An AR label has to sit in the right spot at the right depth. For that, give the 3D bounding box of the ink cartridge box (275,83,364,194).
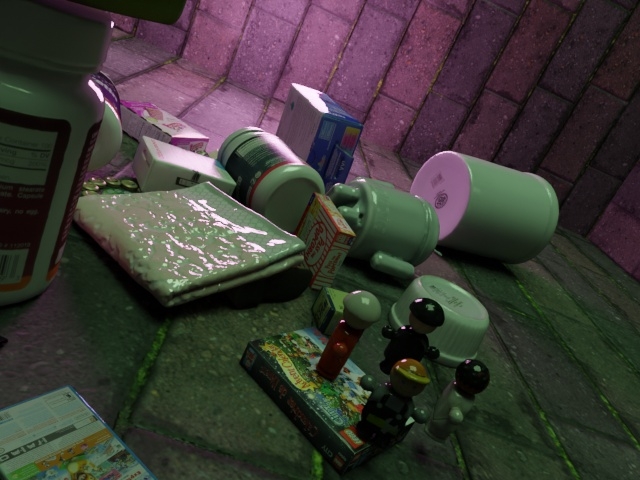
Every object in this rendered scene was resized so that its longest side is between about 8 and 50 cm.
[{"bbox_3d":[-0.016,-0.295,1.760,0.151,0.270,0.395,10,25,-24],"label":"ink cartridge box"}]

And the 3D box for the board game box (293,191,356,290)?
[{"bbox_3d":[0.000,0.000,1.246,0.045,0.147,0.193,15,22,-26],"label":"board game box"}]

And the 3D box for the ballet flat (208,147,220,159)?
[{"bbox_3d":[-0.241,-0.246,1.650,0.086,0.086,0.248,39,25,32],"label":"ballet flat"}]

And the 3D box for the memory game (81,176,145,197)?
[{"bbox_3d":[-0.407,-0.088,1.176,0.186,0.012,0.186,23,20,-9],"label":"memory game"}]

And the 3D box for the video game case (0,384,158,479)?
[{"bbox_3d":[-0.266,0.225,0.583,0.166,0.015,0.119,35,22,23],"label":"video game case"}]

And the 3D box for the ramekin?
[{"bbox_3d":[0.261,0.165,1.207,0.207,0.109,0.207,22,21,-9],"label":"ramekin"}]

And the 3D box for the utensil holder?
[{"bbox_3d":[0.537,-0.106,1.887,0.385,0.328,0.327,10,25,-29],"label":"utensil holder"}]

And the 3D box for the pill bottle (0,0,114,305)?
[{"bbox_3d":[-0.416,-0.131,0.727,0.224,0.392,0.224,23,20,-9],"label":"pill bottle"}]

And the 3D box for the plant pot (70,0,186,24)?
[{"bbox_3d":[-0.306,-0.382,0.589,0.293,0.275,0.275,-6,33,-25],"label":"plant pot"}]

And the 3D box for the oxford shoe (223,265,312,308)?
[{"bbox_3d":[-0.098,0.072,1.067,0.076,0.076,0.212,33,22,36],"label":"oxford shoe"}]

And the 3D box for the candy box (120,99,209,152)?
[{"bbox_3d":[-0.453,-0.311,1.574,0.233,0.071,0.159,34,21,18],"label":"candy box"}]

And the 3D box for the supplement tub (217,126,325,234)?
[{"bbox_3d":[-0.130,-0.152,1.396,0.191,0.191,0.272,8,27,-39],"label":"supplement tub"}]

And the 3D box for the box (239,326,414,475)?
[{"bbox_3d":[0.009,0.229,0.852,0.233,0.044,0.159,39,24,31],"label":"box"}]

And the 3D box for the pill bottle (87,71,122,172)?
[{"bbox_3d":[-0.542,-0.288,1.259,0.181,0.181,0.323,14,23,-28],"label":"pill bottle"}]

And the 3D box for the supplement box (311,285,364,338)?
[{"bbox_3d":[0.037,0.141,1.078,0.083,0.056,0.083,18,22,-22],"label":"supplement box"}]

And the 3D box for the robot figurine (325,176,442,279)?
[{"bbox_3d":[0.162,-0.038,1.448,0.353,0.200,0.300,13,54,-30],"label":"robot figurine"}]

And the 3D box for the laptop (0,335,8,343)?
[{"bbox_3d":[-0.505,0.123,0.554,0.234,0.136,0.264,24,46,-3],"label":"laptop"}]

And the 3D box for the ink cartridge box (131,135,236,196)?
[{"bbox_3d":[-0.321,-0.153,1.309,0.203,0.086,0.148,15,22,-35],"label":"ink cartridge box"}]

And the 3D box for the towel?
[{"bbox_3d":[-0.241,-0.015,1.035,0.332,0.053,0.317,32,32,34],"label":"towel"}]

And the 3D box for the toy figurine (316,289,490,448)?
[{"bbox_3d":[0.124,0.181,0.824,0.213,0.148,0.209,13,24,-33],"label":"toy figurine"}]

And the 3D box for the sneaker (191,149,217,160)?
[{"bbox_3d":[-0.331,-0.210,1.471,0.188,0.071,0.066,3,30,-46],"label":"sneaker"}]
